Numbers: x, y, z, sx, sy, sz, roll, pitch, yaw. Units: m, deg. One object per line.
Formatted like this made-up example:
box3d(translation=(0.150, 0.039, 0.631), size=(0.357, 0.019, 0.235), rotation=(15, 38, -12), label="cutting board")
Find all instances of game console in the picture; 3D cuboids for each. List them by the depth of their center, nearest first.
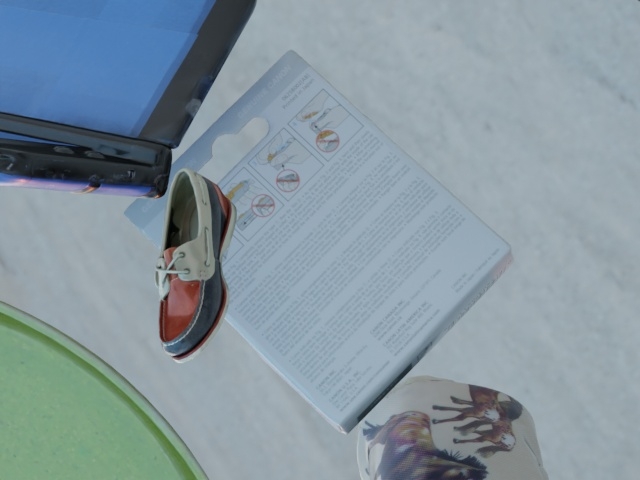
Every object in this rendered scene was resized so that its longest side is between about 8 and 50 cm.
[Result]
box3d(translation=(-0.237, -0.137, 1.115), size=(0.293, 0.250, 0.173), rotation=(11, 94, 31), label="game console")

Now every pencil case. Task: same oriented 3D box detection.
box3d(translation=(0.134, 0.300, 1.198), size=(0.410, 0.160, 0.183), rotation=(-102, -15, -49), label="pencil case")

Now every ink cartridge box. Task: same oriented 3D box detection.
box3d(translation=(0.000, 0.000, 1.183), size=(0.232, 0.189, 0.066), rotation=(43, 172, 16), label="ink cartridge box")

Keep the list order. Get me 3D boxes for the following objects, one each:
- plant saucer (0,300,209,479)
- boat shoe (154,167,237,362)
box3d(translation=(-0.133, 0.115, 0.537), size=(0.241, 0.241, 0.037), rotation=(62, -160, -13), label="plant saucer")
box3d(translation=(-0.083, 0.014, 0.982), size=(0.043, 0.049, 0.137), rotation=(48, -144, -38), label="boat shoe")
